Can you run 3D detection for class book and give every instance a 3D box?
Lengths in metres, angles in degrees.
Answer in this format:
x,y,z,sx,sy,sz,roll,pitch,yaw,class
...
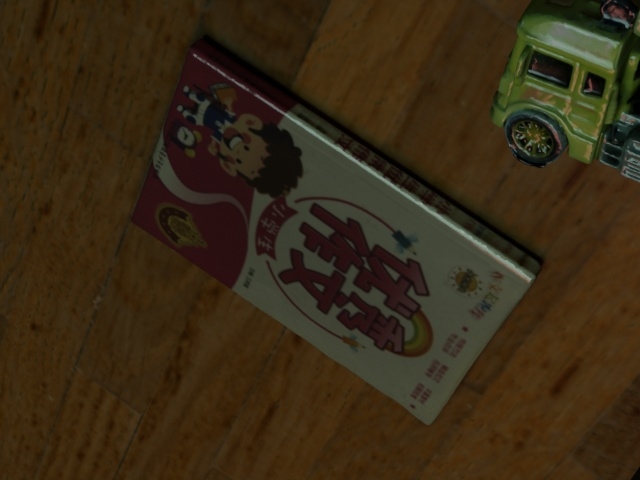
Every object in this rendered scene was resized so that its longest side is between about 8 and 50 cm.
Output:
x,y,z,sx,sy,sz,roll,pitch,yaw,class
0.000,0.000,0.889,0.232,0.022,0.162,35,140,6,book

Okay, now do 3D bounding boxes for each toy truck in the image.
x,y,z,sx,sy,sz,roll,pitch,yaw,class
0.164,-0.068,0.660,0.169,0.077,0.100,25,141,18,toy truck

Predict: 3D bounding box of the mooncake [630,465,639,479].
x,y,z,sx,sy,sz,roll,pitch,yaw,class
0.307,0.239,0.741,0.378,0.201,0.378,20,136,20,mooncake
